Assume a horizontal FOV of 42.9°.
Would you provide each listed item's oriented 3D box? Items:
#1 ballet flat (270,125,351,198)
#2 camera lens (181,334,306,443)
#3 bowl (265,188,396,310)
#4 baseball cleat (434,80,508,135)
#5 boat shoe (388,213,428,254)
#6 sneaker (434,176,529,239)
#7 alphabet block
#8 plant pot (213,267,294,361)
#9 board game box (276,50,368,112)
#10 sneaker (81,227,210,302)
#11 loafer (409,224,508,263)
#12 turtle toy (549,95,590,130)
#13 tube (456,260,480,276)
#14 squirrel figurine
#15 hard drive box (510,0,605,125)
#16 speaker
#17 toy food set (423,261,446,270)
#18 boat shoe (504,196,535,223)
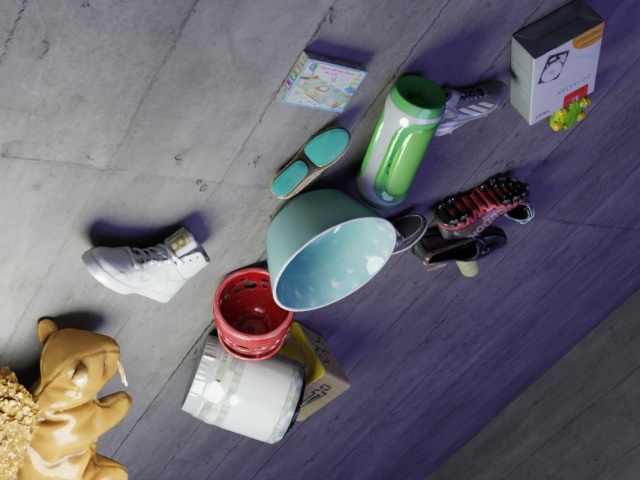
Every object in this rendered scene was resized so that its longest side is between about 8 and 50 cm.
[{"bbox_3d":[-0.018,-0.165,1.698,0.206,0.073,0.067,-36,177,13],"label":"ballet flat"},{"bbox_3d":[-0.189,0.375,2.055,0.274,0.219,0.219,20,131,-8],"label":"camera lens"},{"bbox_3d":[0.000,0.000,1.839,0.312,0.163,0.311,-22,149,-15],"label":"bowl"},{"bbox_3d":[0.320,-0.305,1.780,0.206,0.072,0.109,-34,143,-4],"label":"baseball cleat"},{"bbox_3d":[0.168,-0.005,2.063,0.228,0.081,0.068,-30,154,2],"label":"boat shoe"},{"bbox_3d":[0.428,-0.080,2.175,0.276,0.097,0.135,-23,148,-11],"label":"sneaker"},{"bbox_3d":[-0.064,0.370,2.292,0.193,0.192,0.197,-38,148,7],"label":"alphabet block"},{"bbox_3d":[-0.159,0.188,1.942,0.191,0.191,0.174,-20,150,-19],"label":"plant pot"},{"bbox_3d":[0.005,-0.299,1.546,0.154,0.026,0.103,2,136,-43],"label":"board game box"},{"bbox_3d":[-0.338,0.028,1.644,0.169,0.108,0.292,-40,158,10],"label":"sneaker"},{"bbox_3d":[0.392,0.025,2.242,0.303,0.095,0.109,-3,127,-22],"label":"loafer"},{"bbox_3d":[0.606,-0.318,2.021,0.095,0.066,0.130,-24,149,-14],"label":"turtle toy"},{"bbox_3d":[0.409,0.025,2.351,0.070,0.062,0.240,-66,149,-23],"label":"tube"},{"bbox_3d":[-0.593,0.358,1.730,0.397,0.281,0.370,-8,136,-39],"label":"squirrel figurine"},{"bbox_3d":[0.523,-0.394,1.816,0.181,0.089,0.232,-29,150,-4],"label":"hard drive box"},{"bbox_3d":[0.166,-0.202,1.736,0.131,0.131,0.296,-14,145,-28],"label":"speaker"},{"bbox_3d":[0.326,0.038,2.322,0.078,0.019,0.122,-17,141,0],"label":"toy food set"},{"bbox_3d":[0.556,-0.084,2.299,0.079,0.081,0.228,-45,147,21],"label":"boat shoe"}]
